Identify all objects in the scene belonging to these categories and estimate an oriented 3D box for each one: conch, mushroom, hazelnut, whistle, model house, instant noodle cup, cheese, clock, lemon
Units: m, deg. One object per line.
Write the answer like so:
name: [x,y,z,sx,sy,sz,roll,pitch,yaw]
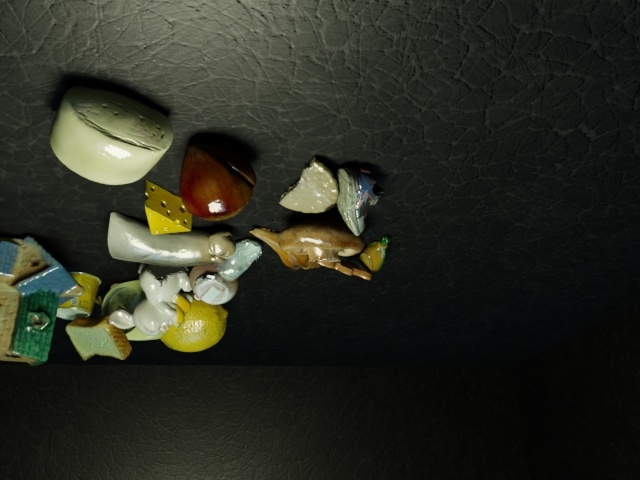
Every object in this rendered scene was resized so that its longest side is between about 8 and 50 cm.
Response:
conch: [-0.110,0.037,2.067,0.109,0.093,0.330,-21,150,35]
mushroom: [0.000,0.000,1.932,0.279,0.145,0.278,0,174,0]
mushroom: [-0.473,0.012,1.955,0.397,0.126,0.177,8,145,-14]
hazelnut: [-0.273,-0.156,1.549,0.208,0.208,0.208,-2,155,-1]
whistle: [-0.334,0.095,2.153,0.348,0.189,0.189,-42,138,23]
model house: [-0.985,0.196,1.997,0.343,0.381,0.334,5,157,-4]
instant noodle cup: [-0.943,0.216,2.335,0.182,0.144,0.182,-1,155,-1]
cheese: [-0.459,-0.096,1.751,0.126,0.093,0.171,-6,154,9]
clock: [-0.754,0.275,2.391,0.308,0.234,0.096,-5,170,18]
lemon: [-0.530,0.326,2.484,0.310,0.257,0.258,-3,155,-1]

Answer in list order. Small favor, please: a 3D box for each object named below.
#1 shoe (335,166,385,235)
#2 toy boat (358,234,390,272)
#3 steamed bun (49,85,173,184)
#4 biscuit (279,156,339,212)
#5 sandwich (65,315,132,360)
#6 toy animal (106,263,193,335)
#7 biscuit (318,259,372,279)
shoe: [0.115,-0.122,1.717,0.126,0.099,0.227,-24,136,-15]
toy boat: [0.193,0.055,2.164,0.088,0.089,0.229,-35,165,-19]
steamed bun: [-0.474,-0.228,1.385,0.250,0.154,0.200,13,152,-35]
biscuit: [-0.019,-0.134,1.718,0.133,0.032,0.250,31,146,-11]
sandwich: [-0.842,0.371,2.316,0.215,0.065,0.186,-2,123,21]
toy animal: [-0.603,0.223,2.204,0.247,0.183,0.309,24,111,-1]
biscuit: [0.066,0.080,2.120,0.250,0.036,0.165,18,-174,-41]
